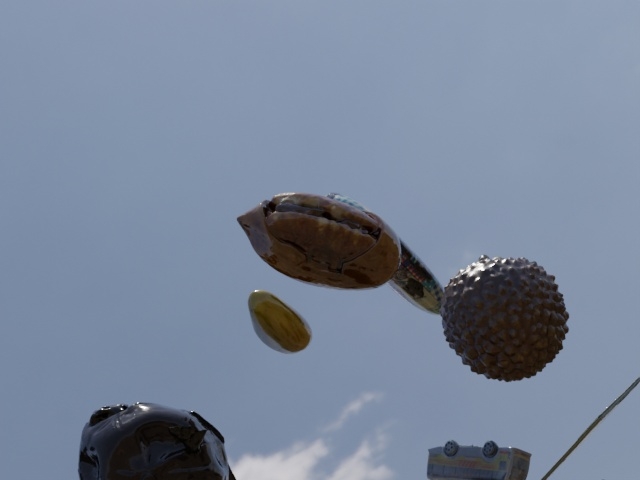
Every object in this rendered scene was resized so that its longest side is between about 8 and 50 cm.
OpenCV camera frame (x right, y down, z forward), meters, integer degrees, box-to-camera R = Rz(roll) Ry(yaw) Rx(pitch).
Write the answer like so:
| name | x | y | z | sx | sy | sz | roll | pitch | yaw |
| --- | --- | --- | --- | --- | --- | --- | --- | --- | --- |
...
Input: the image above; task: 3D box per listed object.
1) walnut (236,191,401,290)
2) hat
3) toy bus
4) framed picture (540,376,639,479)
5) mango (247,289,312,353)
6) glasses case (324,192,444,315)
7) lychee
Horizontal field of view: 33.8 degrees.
| name | x | y | z | sx | sy | sz | roll | pitch | yaw |
| --- | --- | --- | --- | --- | --- | --- | --- | --- | --- |
| walnut | 0.000 | 0.000 | 1.261 | 0.207 | 0.116 | 0.116 | 16 | -47 | -7 |
| hat | -0.236 | 0.409 | 1.639 | 0.238 | 0.209 | 0.336 | -32 | -78 | -4 |
| toy bus | 0.268 | 0.385 | 1.811 | 0.064 | 0.075 | 0.190 | 29 | -25 | -37 |
| framed picture | 0.479 | 0.350 | 1.901 | 0.173 | 0.010 | 0.231 | -26 | -27 | -47 |
| mango | -0.075 | 0.141 | 1.822 | 0.076 | 0.103 | 0.161 | -55 | -41 | -18 |
| glasses case | 0.119 | 0.027 | 1.907 | 0.076 | 0.125 | 0.327 | -48 | -59 | -4 |
| lychee | 0.284 | 0.111 | 1.657 | 0.200 | 0.238 | 0.200 | -6 | -41 | -5 |
